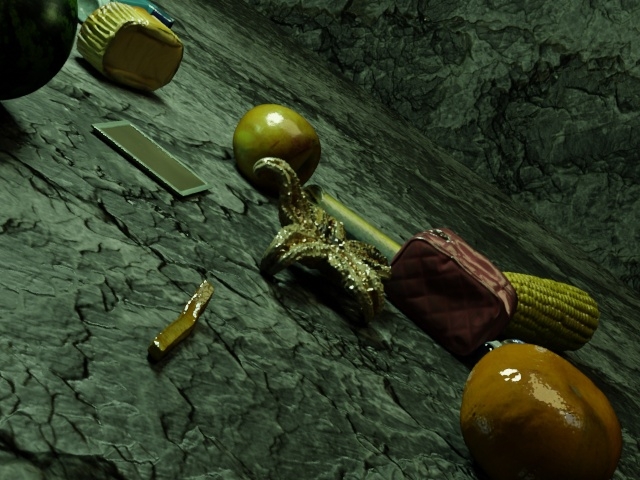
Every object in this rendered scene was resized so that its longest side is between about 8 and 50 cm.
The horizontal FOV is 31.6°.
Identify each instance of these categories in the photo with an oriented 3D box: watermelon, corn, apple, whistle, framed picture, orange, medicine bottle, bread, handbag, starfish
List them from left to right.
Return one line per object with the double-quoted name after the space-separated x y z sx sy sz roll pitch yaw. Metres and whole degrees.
-0.450 -0.316 1.501 0.269 0.269 0.269 33 15 -10 "watermelon"
-0.410 -0.466 2.352 0.124 0.079 0.258 39 16 11 "medicine bottle"
-0.347 -0.355 2.054 0.114 0.132 0.190 41 14 26 "bread"
-0.264 -0.129 1.782 0.183 0.011 0.142 38 15 5 "framed picture"
-0.081 -0.172 2.063 0.147 0.146 0.163 37 16 21 "apple"
-0.004 0.000 1.789 0.312 0.113 0.303 41 15 -19 "starfish"
0.093 0.002 2.077 0.326 0.057 0.068 37 15 4 "whistle"
0.224 0.086 1.947 0.225 0.146 0.135 40 21 15 "handbag"
0.429 0.142 2.243 0.387 0.144 0.144 12 28 -50 "corn"
0.294 0.254 1.537 0.240 0.171 0.240 33 23 -16 "orange"

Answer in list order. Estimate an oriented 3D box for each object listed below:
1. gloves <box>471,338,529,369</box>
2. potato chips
0.346 0.231 1.901 0.229 0.097 0.119 28 46 -44 "gloves"
-0.160 0.096 1.294 0.026 0.037 0.204 26 20 3 "potato chips"
